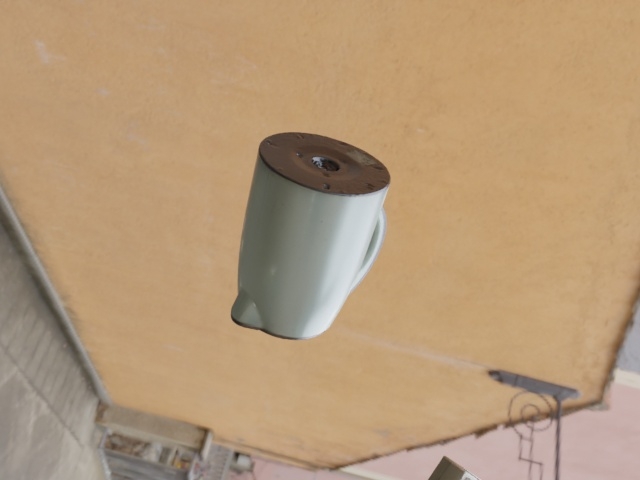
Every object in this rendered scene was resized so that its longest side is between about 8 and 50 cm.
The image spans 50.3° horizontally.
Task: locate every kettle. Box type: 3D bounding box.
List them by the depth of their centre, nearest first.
[{"bbox_3d":[0.000,0.000,0.877,0.221,0.161,0.236,-12,129,-40],"label":"kettle"}]

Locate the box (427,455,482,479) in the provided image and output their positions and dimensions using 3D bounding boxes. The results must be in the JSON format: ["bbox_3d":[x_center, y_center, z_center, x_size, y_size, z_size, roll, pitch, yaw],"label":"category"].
[{"bbox_3d":[0.166,0.406,0.894,0.201,0.141,0.058,-55,-162,-8],"label":"box"}]
